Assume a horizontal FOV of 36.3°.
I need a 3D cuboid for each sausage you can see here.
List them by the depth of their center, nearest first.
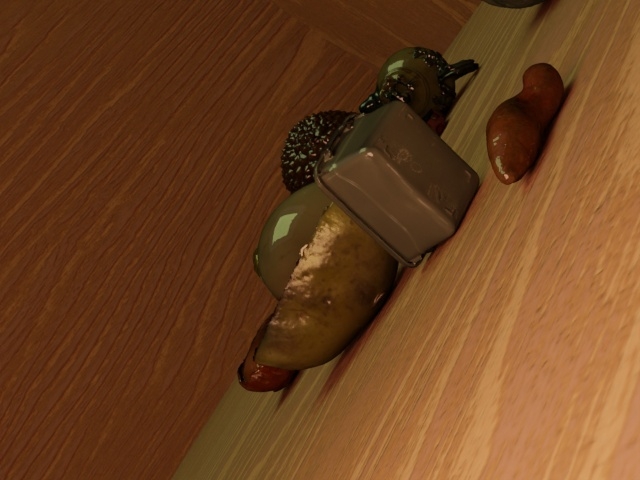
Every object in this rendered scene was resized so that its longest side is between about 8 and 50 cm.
[{"bbox_3d":[-0.076,0.191,1.725,0.102,0.102,0.330,-56,2,10],"label":"sausage"}]

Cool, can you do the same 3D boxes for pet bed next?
[{"bbox_3d":[0.187,-0.184,1.989,0.201,0.054,0.201,-57,2,3],"label":"pet bed"}]

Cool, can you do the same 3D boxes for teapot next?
[{"bbox_3d":[0.204,-0.326,2.085,0.270,0.173,0.182,-16,10,32],"label":"teapot"}]

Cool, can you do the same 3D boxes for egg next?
[{"bbox_3d":[0.000,0.000,1.645,0.241,0.186,0.186,-51,1,-9],"label":"egg"}]

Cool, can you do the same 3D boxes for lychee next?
[{"bbox_3d":[0.041,-0.159,2.130,0.267,0.268,0.267,-56,2,3],"label":"lychee"}]

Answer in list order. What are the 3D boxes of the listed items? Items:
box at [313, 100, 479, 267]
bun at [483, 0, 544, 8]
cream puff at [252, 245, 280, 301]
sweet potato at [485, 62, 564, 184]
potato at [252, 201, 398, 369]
[{"bbox_3d":[0.092,-0.068,1.079,0.093,0.172,0.124,-29,24,50],"label":"box"},{"bbox_3d":[0.294,-0.547,1.584,0.211,0.361,0.362,-9,28,26],"label":"bun"},{"bbox_3d":[-0.036,0.051,1.974,0.194,0.195,0.221,-56,7,-3],"label":"cream puff"},{"bbox_3d":[0.188,-0.111,0.916,0.055,0.058,0.202,97,-163,-44],"label":"sweet potato"},{"bbox_3d":[0.030,0.055,1.218,0.271,0.111,0.160,-64,-12,9],"label":"potato"}]
